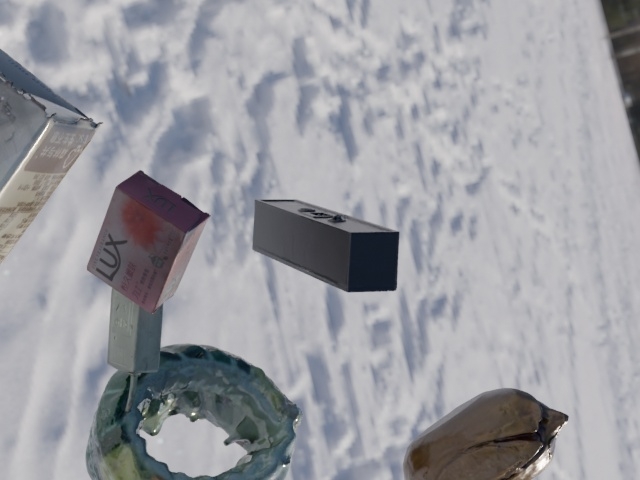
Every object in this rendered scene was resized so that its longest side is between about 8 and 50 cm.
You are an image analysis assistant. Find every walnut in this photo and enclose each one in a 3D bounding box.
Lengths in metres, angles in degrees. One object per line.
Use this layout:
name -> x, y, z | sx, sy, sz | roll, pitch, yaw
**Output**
walnut -> 0.207, 0.266, 1.660 | 0.137, 0.245, 0.137 | 43, 27, -28

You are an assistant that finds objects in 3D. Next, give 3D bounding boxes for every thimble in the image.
thimble -> -0.170, 0.276, 1.775 | 0.167, 0.288, 0.254 | 122, -41, -53

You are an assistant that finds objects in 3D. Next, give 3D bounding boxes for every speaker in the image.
speaker -> 0.000, 0.000, 0.982 | 0.191, 0.040, 0.046 | -159, -109, -66

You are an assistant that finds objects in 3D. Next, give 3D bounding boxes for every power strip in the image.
power strip -> -0.241, 0.135, 1.679 | 0.042, 0.075, 0.175 | 2, 92, -38

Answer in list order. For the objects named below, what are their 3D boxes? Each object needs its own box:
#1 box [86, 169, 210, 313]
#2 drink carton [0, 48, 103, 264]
box -> -0.214, 0.002, 1.597 | 0.060, 0.111, 0.156 | -43, 162, -53
drink carton -> -0.378, -0.040, 1.192 | 0.194, 0.324, 0.132 | 38, 8, 9
